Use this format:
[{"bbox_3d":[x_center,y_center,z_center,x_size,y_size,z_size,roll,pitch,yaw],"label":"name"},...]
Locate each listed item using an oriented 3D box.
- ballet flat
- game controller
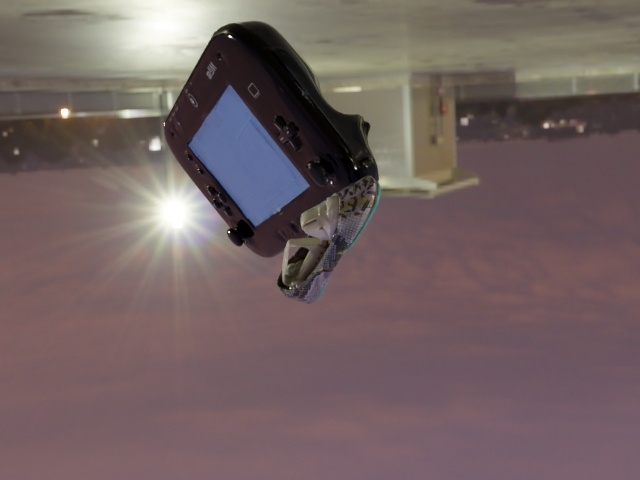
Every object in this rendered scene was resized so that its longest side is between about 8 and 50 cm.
[{"bbox_3d":[0.000,0.000,0.643,0.041,0.114,0.041,18,-141,-16],"label":"ballet flat"},{"bbox_3d":[-0.056,-0.073,0.817,0.067,0.166,0.319,-49,-173,-20],"label":"game controller"}]
